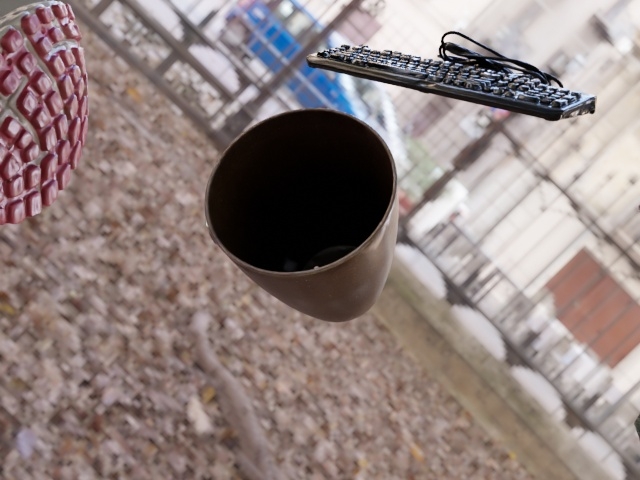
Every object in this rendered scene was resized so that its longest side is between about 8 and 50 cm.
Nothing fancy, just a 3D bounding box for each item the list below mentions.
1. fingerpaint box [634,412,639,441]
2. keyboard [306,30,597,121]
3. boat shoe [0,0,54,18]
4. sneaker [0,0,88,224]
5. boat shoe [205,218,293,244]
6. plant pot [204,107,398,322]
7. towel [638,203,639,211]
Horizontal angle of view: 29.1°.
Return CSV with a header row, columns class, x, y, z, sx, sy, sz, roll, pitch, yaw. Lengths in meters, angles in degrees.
class,x,y,z,sx,sy,sz,roll,pitch,yaw
fingerpaint box,0.511,0.099,0.856,0.445,0.371,0.163,15,33,-8
keyboard,0.093,-0.121,0.841,0.192,0.038,0.100,17,18,27
boat shoe,-0.361,-0.317,1.337,0.112,0.095,0.335,-4,68,-33
sneaker,-0.237,-0.049,0.706,0.112,0.299,0.121,15,-46,23
boat shoe,-0.045,-0.039,1.574,0.081,0.227,0.069,50,-30,29
plant pot,0.000,0.000,1.434,0.215,0.215,0.230,49,-10,31
towel,0.437,-0.049,1.045,0.199,0.275,0.031,140,-54,-79
